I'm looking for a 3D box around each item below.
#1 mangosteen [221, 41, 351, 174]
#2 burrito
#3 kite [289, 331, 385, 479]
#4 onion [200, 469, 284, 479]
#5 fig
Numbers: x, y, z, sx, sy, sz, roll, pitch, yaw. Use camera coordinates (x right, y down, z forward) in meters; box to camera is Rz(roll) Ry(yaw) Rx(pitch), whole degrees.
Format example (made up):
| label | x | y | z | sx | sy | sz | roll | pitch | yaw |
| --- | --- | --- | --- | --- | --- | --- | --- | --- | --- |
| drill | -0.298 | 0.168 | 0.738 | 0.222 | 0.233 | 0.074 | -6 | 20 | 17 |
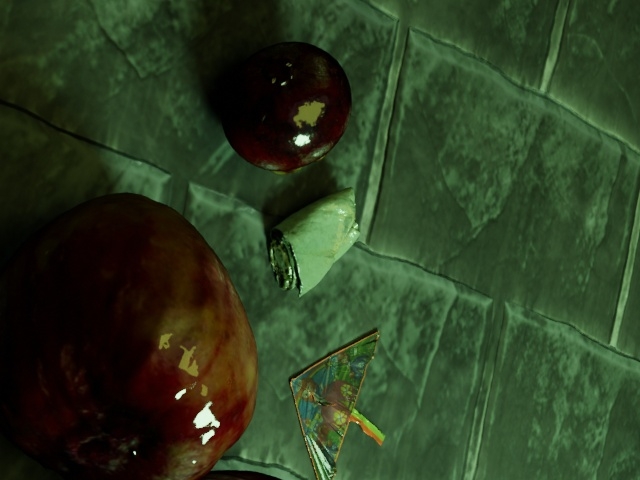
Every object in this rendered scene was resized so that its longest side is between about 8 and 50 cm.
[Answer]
| label | x | y | z | sx | sy | sz | roll | pitch | yaw |
| --- | --- | --- | --- | --- | --- | --- | --- | --- | --- |
| mangosteen | -0.029 | -0.118 | 1.441 | 0.140 | 0.140 | 0.140 | -3 | 94 | -46 |
| burrito | -0.001 | -0.003 | 1.519 | 0.118 | 0.044 | 0.074 | -38 | 120 | -36 |
| kite | 0.021 | 0.175 | 1.576 | 0.159 | 0.010 | 0.190 | 32 | 70 | -42 |
| onion | -0.119 | 0.331 | 1.303 | 0.314 | 0.232 | 0.314 | -40 | 144 | -37 |
| fig | -0.165 | 0.082 | 1.238 | 0.224 | 0.224 | 0.263 | 7 | 54 | -46 |
